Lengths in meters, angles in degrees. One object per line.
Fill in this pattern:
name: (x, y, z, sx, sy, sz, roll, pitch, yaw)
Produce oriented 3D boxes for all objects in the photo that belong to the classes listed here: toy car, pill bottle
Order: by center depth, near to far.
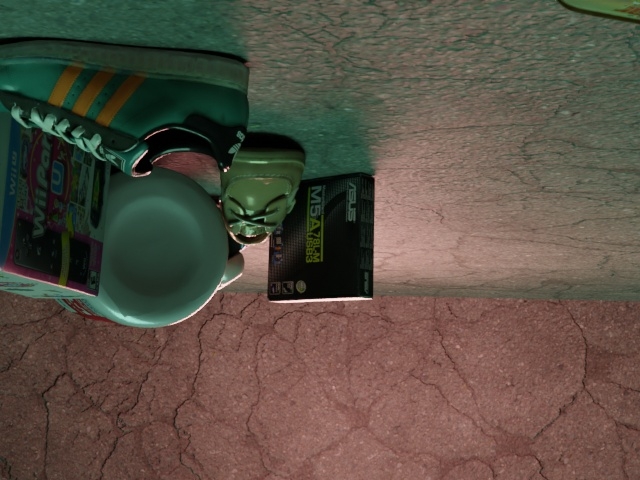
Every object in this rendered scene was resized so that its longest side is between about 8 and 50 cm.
pill bottle: (-0.311, 0.014, 1.660, 0.229, 0.229, 0.408, 6, 175, -24)
toy car: (-0.177, -0.008, 1.901, 0.136, 0.159, 0.182, -31, 179, -15)

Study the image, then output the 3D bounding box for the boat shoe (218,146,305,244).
boat shoe: (-0.087, -0.061, 1.550, 0.122, 0.110, 0.341, 3, 171, -3)

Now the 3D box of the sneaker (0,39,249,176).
sneaker: (-0.225, -0.130, 1.097, 0.302, 0.121, 0.108, 2, 171, 0)

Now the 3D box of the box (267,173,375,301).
box: (0.000, 0.000, 1.665, 0.184, 0.190, 0.045, -4, 170, 41)

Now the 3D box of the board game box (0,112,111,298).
board game box: (-0.354, -0.054, 1.292, 0.098, 0.224, 0.303, 2, 172, 11)

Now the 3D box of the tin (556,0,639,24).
tin: (0.268, -0.197, 0.821, 0.190, 0.040, 0.106, 6, 167, -21)
